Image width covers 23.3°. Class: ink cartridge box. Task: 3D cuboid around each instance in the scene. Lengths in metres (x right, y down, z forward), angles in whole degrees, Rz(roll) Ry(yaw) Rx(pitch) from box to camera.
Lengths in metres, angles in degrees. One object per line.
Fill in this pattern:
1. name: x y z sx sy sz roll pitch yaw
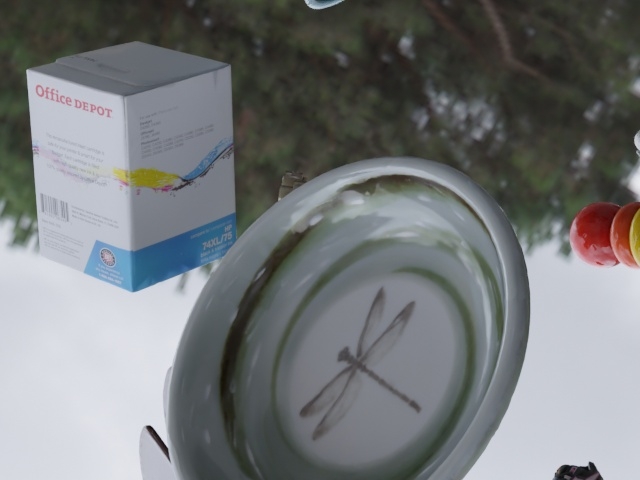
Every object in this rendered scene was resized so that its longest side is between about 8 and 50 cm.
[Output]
1. ink cartridge box: -0.249 -0.105 2.072 0.198 0.270 0.197 19 -151 39

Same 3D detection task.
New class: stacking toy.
1. stacking toy: 0.451 -0.007 1.979 0.141 0.141 0.330 7 178 -40

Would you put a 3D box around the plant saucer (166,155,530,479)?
1. plant saucer: 0.037 0.117 1.446 0.100 0.400 0.400 36 -167 -43

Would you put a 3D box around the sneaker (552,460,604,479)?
1. sneaker: 0.359 0.370 2.277 0.178 0.072 0.077 -4 -112 -52

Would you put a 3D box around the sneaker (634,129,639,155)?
1. sneaker: 0.483 -0.104 2.155 0.115 0.090 0.232 30 -148 -10

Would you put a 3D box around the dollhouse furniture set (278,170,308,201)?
1. dollhouse furniture set: 0.000 0.000 2.008 0.123 0.144 0.151 9 -168 0

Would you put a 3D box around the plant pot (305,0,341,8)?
1. plant pot: -0.003 -0.543 2.048 0.334 0.341 0.341 47 -153 9

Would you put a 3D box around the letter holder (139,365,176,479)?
1. letter holder: -0.181 0.308 1.877 0.152 0.302 0.214 -32 -109 -19
